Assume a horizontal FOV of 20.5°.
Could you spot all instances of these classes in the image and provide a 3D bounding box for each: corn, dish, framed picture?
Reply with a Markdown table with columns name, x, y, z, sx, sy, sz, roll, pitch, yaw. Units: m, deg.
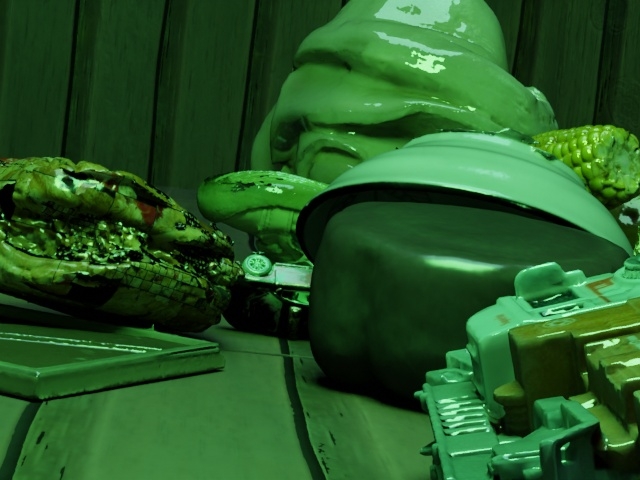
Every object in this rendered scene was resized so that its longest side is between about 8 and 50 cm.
| name | x | y | z | sx | sy | sz | roll | pitch | yaw |
| --- | --- | --- | --- | --- | --- | --- | --- | --- | --- |
| corn | 0.185 | -0.044 | 1.687 | 0.101 | 0.101 | 0.310 | 4 | -14 | -28 |
| dish | 0.140 | -0.016 | 1.541 | 0.316 | 0.106 | 0.316 | 13 | -22 | 5 |
| framed picture | -0.256 | 0.065 | 1.248 | 0.315 | 0.024 | 0.232 | 8 | 5 | 28 |

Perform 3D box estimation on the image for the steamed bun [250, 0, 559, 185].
| name | x | y | z | sx | sy | sz | roll | pitch | yaw |
| --- | --- | --- | --- | --- | --- | --- | --- | --- | --- |
| steamed bun | 0.075 | -0.103 | 2.062 | 0.342 | 0.368 | 0.255 | 44 | 41 | 9 |

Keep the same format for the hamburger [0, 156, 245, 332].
| name | x | y | z | sx | sy | sz | roll | pitch | yaw |
| --- | --- | --- | --- | --- | --- | --- | --- | --- | --- |
| hamburger | -0.176 | 0.008 | 1.375 | 0.231 | 0.107 | 0.231 | 10 | -12 | 2 |

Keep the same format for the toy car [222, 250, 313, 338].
| name | x | y | z | sx | sy | sz | roll | pitch | yaw |
| --- | --- | --- | --- | --- | --- | --- | --- | --- | --- |
| toy car | -0.018 | 0.054 | 1.487 | 0.142 | 0.069 | 0.055 | 6 | 44 | -7 |

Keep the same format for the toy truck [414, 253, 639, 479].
| name | x | y | z | sx | sy | sz | roll | pitch | yaw |
| --- | --- | --- | --- | --- | --- | --- | --- | --- | --- |
| toy truck | 0.136 | 0.090 | 0.850 | 0.184 | 0.133 | 0.338 | -10 | 8 | -2 |

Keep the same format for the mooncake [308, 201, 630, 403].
| name | x | y | z | sx | sy | sz | roll | pitch | yaw |
| --- | --- | --- | --- | --- | --- | --- | --- | --- | --- |
| mooncake | 0.109 | 0.046 | 1.293 | 0.245 | 0.133 | 0.245 | 7 | 4 | -1 |

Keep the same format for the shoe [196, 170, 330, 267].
| name | x | y | z | sx | sy | sz | roll | pitch | yaw |
| --- | --- | --- | --- | --- | --- | --- | --- | --- | --- |
| shoe | 0.001 | -0.007 | 1.824 | 0.262 | 0.128 | 0.140 | 8 | -6 | -13 |

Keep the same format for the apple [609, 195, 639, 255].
| name | x | y | z | sx | sy | sz | roll | pitch | yaw |
| --- | --- | --- | --- | --- | --- | --- | --- | --- | --- |
| apple | 0.309 | 0.025 | 1.721 | 0.196 | 0.157 | 0.196 | 3 | -3 | 0 |
